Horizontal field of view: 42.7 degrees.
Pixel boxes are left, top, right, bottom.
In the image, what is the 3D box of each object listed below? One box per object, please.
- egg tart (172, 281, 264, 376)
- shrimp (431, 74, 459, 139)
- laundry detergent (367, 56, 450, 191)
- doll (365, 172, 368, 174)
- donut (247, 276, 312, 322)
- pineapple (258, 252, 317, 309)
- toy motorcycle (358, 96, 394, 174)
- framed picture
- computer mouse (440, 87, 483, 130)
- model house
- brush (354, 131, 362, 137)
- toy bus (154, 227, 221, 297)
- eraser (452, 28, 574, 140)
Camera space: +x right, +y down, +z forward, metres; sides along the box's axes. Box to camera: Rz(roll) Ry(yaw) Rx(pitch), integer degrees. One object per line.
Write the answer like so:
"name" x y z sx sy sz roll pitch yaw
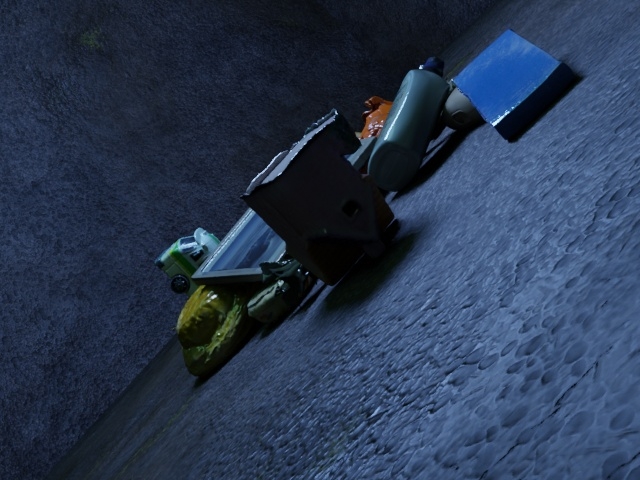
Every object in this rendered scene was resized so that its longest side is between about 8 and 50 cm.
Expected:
"egg tart" -0.251 0.173 1.938 0.319 0.128 0.319 -50 17 21
"shrimp" 0.265 -0.281 1.888 0.247 0.085 0.360 -52 2 -19
"laundry detergent" 0.194 -0.259 1.723 0.215 0.105 0.280 109 -178 -65
"doll" 0.088 -0.117 1.989 0.227 0.075 0.102 -35 -6 10
"donut" -0.080 0.108 1.723 0.174 0.068 0.174 -42 7 7
"pineapple" 0.000 0.000 1.610 0.277 0.130 0.119 -48 -29 -18
"toy motorcycle" 0.124 -0.254 2.109 0.326 0.148 0.221 -42 20 -10
"framed picture" -0.082 -0.069 1.894 0.326 0.028 0.446 -7 39 51
"computer mouse" 0.316 -0.293 1.609 0.145 0.082 0.236 -48 8 -12
"model house" 0.026 -0.072 1.435 0.202 0.237 0.237 -47 11 -20
"brush" 0.080 -0.259 2.621 0.267 0.174 0.166 -29 21 -2
"toy bus" -0.284 0.100 2.156 0.165 0.276 0.133 -41 8 12
"eraser" 0.314 -0.267 1.366 0.144 0.043 0.312 -43 19 14
